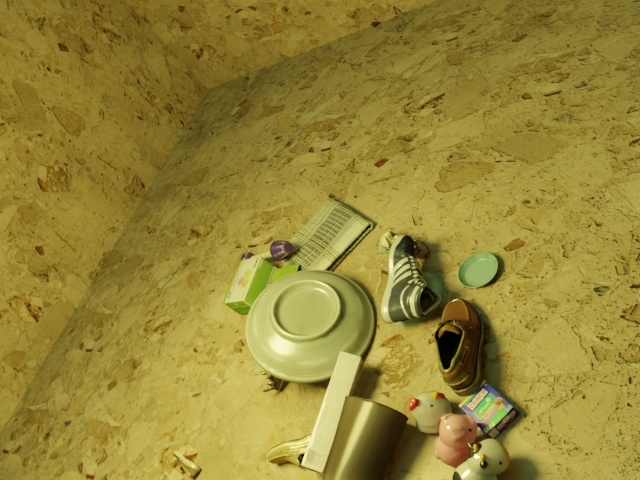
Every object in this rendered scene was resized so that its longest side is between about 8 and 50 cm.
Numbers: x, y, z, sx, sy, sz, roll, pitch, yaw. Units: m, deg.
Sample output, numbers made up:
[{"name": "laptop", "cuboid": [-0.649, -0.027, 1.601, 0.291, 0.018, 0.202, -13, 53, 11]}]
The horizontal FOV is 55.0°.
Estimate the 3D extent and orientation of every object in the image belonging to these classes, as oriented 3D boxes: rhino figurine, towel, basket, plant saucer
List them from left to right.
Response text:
[{"name": "rhino figurine", "cuboid": [-0.099, 0.373, 1.905, 0.243, 0.106, 0.073, -48, 35, -6]}, {"name": "plant saucer", "cuboid": [-0.039, 0.230, 1.855, 0.401, 0.100, 0.400, -5, 50, 6]}, {"name": "towel", "cuboid": [0.000, 0.000, 2.228, 0.324, 0.056, 0.312, -47, 36, -3]}, {"name": "basket", "cuboid": [0.099, 0.524, 1.530, 0.204, 0.154, 0.226, -19, 43, 62]}, {"name": "plant saucer", "cuboid": [0.270, 0.161, 1.819, 0.195, 0.037, 0.194, -27, 39, 24]}, {"name": "plant saucer", "cuboid": [0.447, 0.088, 1.733, 0.119, 0.021, 0.119, -25, 40, 23]}]

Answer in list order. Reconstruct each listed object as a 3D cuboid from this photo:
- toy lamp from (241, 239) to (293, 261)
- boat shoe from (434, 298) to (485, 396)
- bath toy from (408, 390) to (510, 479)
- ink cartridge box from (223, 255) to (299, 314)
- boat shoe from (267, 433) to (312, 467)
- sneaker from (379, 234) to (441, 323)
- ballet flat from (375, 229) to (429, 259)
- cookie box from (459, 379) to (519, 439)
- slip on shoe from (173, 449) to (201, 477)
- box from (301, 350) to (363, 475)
[{"name": "toy lamp", "cuboid": [-0.200, 0.053, 2.302, 0.275, 0.080, 0.080, -19, 42, 48]}, {"name": "boat shoe", "cuboid": [0.351, 0.244, 1.572, 0.111, 0.104, 0.307, -32, 27, 26]}, {"name": "bath toy", "cuboid": [0.312, 0.461, 1.393, 0.151, 0.129, 0.348, -48, 34, 6]}, {"name": "ink cartridge box", "cuboid": [-0.213, 0.155, 2.211, 0.255, 0.097, 0.188, -15, 48, 47]}, {"name": "boat shoe", "cuboid": [-0.065, 0.590, 1.695, 0.190, 0.068, 0.072, -28, 50, 21]}, {"name": "sneaker", "cuboid": [0.269, 0.102, 1.758, 0.153, 0.099, 0.282, -13, 53, 43]}, {"name": "ballet flat", "cuboid": [0.247, 0.007, 1.959, 0.222, 0.079, 0.076, 16, 67, 51]}, {"name": "cookie box", "cuboid": [0.397, 0.399, 1.453, 0.092, 0.040, 0.107, -46, 35, -1]}, {"name": "slip on shoe", "cuboid": [-0.431, 0.708, 1.945, 0.135, 0.051, 0.041, 15, 63, 42]}, {"name": "box", "cuboid": [0.036, 0.464, 1.660, 0.067, 0.063, 0.323, 13, 65, 17]}]
